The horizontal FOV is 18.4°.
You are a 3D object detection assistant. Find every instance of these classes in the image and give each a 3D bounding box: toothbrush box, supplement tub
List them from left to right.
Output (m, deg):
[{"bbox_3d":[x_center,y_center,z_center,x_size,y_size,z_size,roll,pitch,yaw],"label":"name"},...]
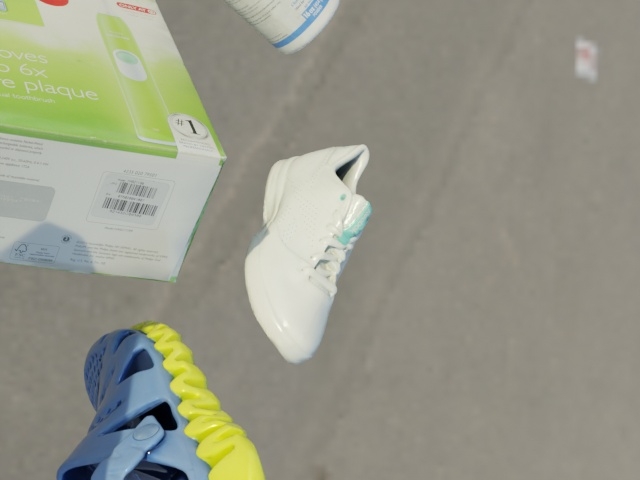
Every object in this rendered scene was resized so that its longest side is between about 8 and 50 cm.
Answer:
[{"bbox_3d":[-0.215,-0.107,1.483,0.206,0.283,0.122,8,122,-26],"label":"toothbrush box"},{"bbox_3d":[-0.043,-0.205,1.562,0.107,0.071,0.071,40,53,-22],"label":"supplement tub"}]

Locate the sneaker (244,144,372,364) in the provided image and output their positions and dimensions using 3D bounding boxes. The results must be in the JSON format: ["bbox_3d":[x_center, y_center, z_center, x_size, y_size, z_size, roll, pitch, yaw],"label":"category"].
[{"bbox_3d":[0.000,0.000,1.578,0.080,0.094,0.212,48,33,-38],"label":"sneaker"}]

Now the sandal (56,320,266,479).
[{"bbox_3d":[-0.140,0.159,1.506,0.138,0.317,0.126,-19,113,-13],"label":"sandal"}]
